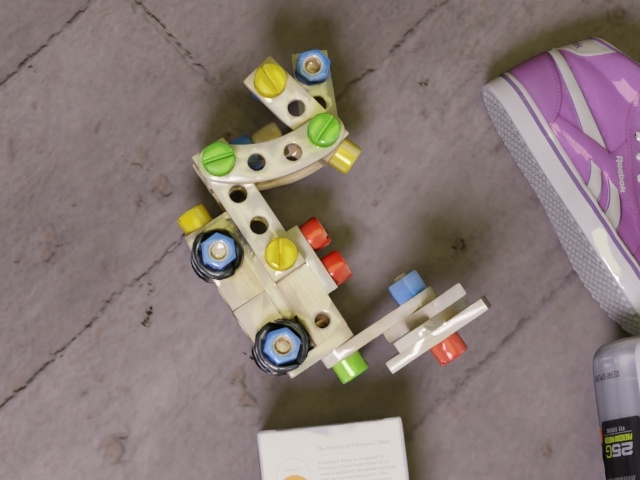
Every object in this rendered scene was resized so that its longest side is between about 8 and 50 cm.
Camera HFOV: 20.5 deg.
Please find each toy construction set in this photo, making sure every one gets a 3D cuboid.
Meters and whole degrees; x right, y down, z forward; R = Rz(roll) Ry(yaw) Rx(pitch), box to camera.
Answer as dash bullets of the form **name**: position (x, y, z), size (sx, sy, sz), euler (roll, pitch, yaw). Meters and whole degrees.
- **toy construction set**: position (0.000, 0.000, 1.589), size (0.215, 0.151, 0.328), euler (-34, 72, -7)

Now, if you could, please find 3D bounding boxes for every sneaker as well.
- **sneaker**: position (0.283, -0.059, 1.626), size (0.161, 0.102, 0.282), euler (-26, 82, -9)

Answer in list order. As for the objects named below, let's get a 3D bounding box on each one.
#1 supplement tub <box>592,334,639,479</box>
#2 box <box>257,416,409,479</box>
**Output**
- **supplement tub**: position (0.347, 0.235, 1.531), size (0.193, 0.193, 0.316), euler (-6, 80, -3)
- **box**: position (0.016, 0.248, 1.568), size (0.130, 0.091, 0.170), euler (-6, 81, -3)
